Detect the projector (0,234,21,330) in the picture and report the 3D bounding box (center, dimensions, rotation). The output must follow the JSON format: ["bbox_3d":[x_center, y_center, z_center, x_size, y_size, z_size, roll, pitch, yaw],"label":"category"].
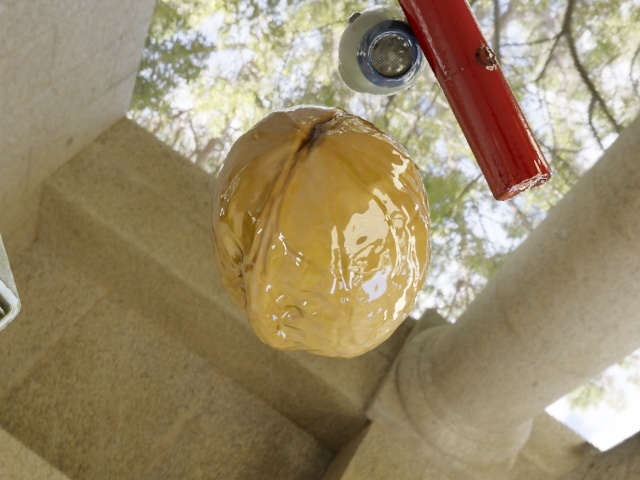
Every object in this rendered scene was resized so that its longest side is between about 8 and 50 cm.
[{"bbox_3d":[-0.350,0.056,0.523,0.270,0.088,0.193,-29,-128,-8],"label":"projector"}]

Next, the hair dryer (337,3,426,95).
[{"bbox_3d":[0.123,-0.299,1.040,0.298,0.296,0.119,-45,-76,-10],"label":"hair dryer"}]

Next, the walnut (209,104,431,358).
[{"bbox_3d":[0.000,0.000,0.558,0.159,0.206,0.159,1,-132,-1],"label":"walnut"}]

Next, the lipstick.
[{"bbox_3d":[0.165,-0.177,0.856,0.073,0.073,0.279,-16,-103,-33],"label":"lipstick"}]
